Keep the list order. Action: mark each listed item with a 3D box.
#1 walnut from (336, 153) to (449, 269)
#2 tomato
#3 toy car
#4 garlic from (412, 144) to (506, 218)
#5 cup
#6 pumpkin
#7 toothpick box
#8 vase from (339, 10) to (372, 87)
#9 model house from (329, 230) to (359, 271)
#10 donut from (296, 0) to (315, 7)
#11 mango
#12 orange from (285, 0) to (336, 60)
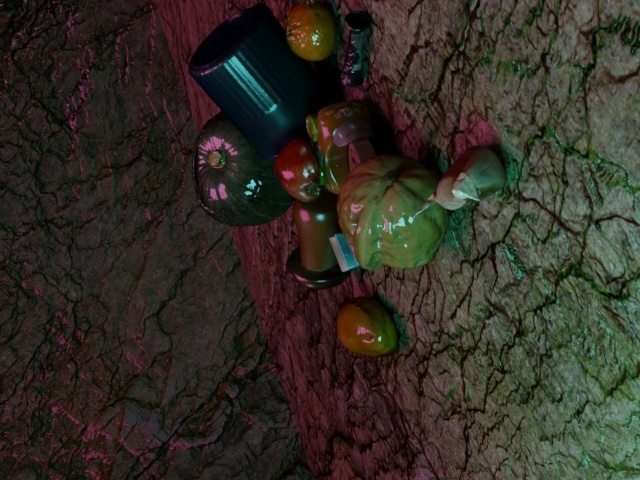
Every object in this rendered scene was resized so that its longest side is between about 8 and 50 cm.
[{"bbox_3d":[0.145,-0.048,1.495,0.224,0.257,0.257,24,143,22],"label":"walnut"},{"bbox_3d":[-0.059,-0.156,1.715,0.159,0.091,0.139,90,161,-55],"label":"tomato"},{"bbox_3d":[0.075,-0.186,1.657,0.235,0.145,0.235,162,90,-75],"label":"toy car"},{"bbox_3d":[0.241,-0.095,1.280,0.091,0.128,0.198,54,162,-6],"label":"garlic"},{"bbox_3d":[-0.127,-0.403,1.793,0.292,0.308,0.242,45,163,-34],"label":"cup"},{"bbox_3d":[-0.215,-0.206,2.060,0.257,0.291,0.328,1,-107,-59],"label":"pumpkin"},{"bbox_3d":[0.000,0.000,2.095,0.192,0.192,0.295,-129,31,-46],"label":"toothpick box"},{"bbox_3d":[0.073,-0.404,1.572,0.059,0.059,0.167,60,161,29],"label":"vase"},{"bbox_3d":[0.104,0.010,1.854,0.149,0.127,0.101,156,93,-77],"label":"model house"},{"bbox_3d":[-0.035,-0.621,1.579,0.126,0.144,0.187,-1,69,67],"label":"donut"},{"bbox_3d":[0.130,0.241,2.043,0.236,0.136,0.167,25,130,61],"label":"mango"},{"bbox_3d":[-0.025,-0.478,1.689,0.135,0.117,0.136,-178,90,-69],"label":"orange"}]
